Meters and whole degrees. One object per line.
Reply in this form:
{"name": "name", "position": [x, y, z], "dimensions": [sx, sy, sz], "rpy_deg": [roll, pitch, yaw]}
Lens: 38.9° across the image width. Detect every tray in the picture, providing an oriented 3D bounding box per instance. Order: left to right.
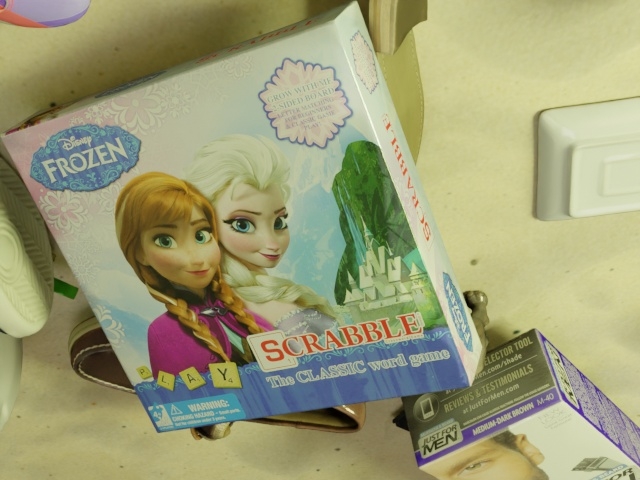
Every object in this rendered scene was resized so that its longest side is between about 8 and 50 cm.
{"name": "tray", "position": [0.340, -0.076, 0.842], "dimensions": [0.270, 0.030, 0.145], "rpy_deg": [-7, 136, 6]}

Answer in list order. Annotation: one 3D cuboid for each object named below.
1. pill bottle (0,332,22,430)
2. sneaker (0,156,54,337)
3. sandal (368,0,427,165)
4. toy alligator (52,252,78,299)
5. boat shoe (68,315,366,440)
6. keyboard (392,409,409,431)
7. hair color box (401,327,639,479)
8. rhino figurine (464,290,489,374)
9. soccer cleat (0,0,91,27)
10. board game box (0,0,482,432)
{"name": "pill bottle", "position": [-0.469, 0.120, 0.931], "dimensions": [0.283, 0.161, 0.161], "rpy_deg": [2, 137, -3]}
{"name": "sneaker", "position": [-0.372, -0.040, 0.795], "dimensions": [0.148, 0.131, 0.350], "rpy_deg": [-15, 126, 14]}
{"name": "sandal", "position": [0.037, -0.130, 0.761], "dimensions": [0.079, 0.088, 0.240], "rpy_deg": [21, 134, 23]}
{"name": "toy alligator", "position": [-0.334, 0.015, 0.907], "dimensions": [0.190, 0.056, 0.051], "rpy_deg": [27, 170, -27]}
{"name": "boat shoe", "position": [-0.112, 0.159, 1.011], "dimensions": [0.342, 0.123, 0.123], "rpy_deg": [10, 136, -12]}
{"name": "keyboard", "position": [0.182, 0.201, 1.141], "dimensions": [0.108, 0.023, 0.180], "rpy_deg": [26, 131, -18]}
{"name": "hair color box", "position": [0.269, 0.252, 1.107], "dimensions": [0.185, 0.110, 0.339], "rpy_deg": [-31, 133, 22]}
{"name": "rhino figurine", "position": [0.066, 0.092, 0.956], "dimensions": [0.243, 0.106, 0.073], "rpy_deg": [10, 135, -12]}
{"name": "soccer cleat", "position": [-0.289, -0.200, 0.642], "dimensions": [0.248, 0.095, 0.083], "rpy_deg": [20, 133, -21]}
{"name": "board game box", "position": [-0.064, 0.002, 0.768], "dimensions": [0.319, 0.066, 0.318], "rpy_deg": [-14, 111, 24]}
